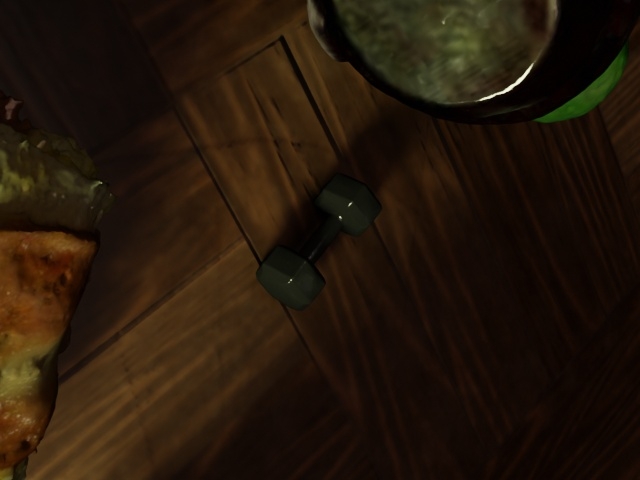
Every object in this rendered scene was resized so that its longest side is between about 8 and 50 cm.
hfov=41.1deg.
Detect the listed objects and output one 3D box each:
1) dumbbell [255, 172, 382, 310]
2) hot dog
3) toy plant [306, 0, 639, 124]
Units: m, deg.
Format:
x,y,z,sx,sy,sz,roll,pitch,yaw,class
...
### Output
x,y,z,sx,sy,sz,roll,pitch,yaw,class
0.000,0.000,0.492,0.083,0.040,0.036,-52,151,-24,dumbbell
-0.163,0.038,0.335,0.146,0.103,0.213,24,85,-57,hot dog
0.101,-0.154,0.495,0.218,0.176,0.235,64,32,-13,toy plant
